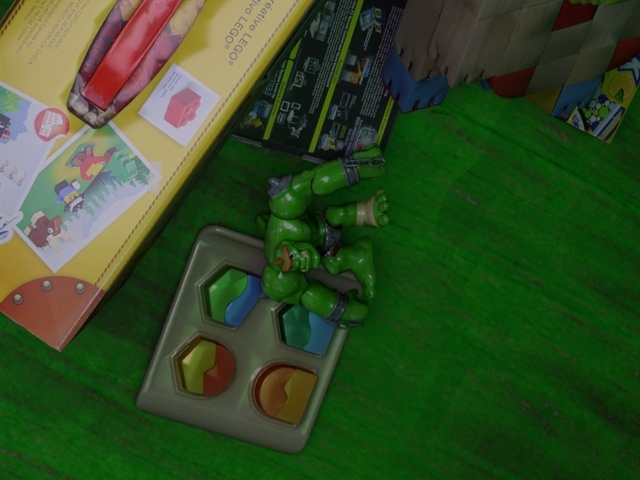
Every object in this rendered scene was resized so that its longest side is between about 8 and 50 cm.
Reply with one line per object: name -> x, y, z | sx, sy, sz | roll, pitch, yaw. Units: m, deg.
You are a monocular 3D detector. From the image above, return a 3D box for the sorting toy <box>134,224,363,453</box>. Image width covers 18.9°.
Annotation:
sorting toy -> -0.067, 0.106, 1.964 | 0.193, 0.038, 0.208 | 19, 98, -23

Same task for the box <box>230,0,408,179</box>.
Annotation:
box -> -0.007, -0.216, 1.887 | 0.216, 0.060, 0.270 | 14, 100, -22

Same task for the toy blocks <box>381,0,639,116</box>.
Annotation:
toy blocks -> 0.225, -0.223, 1.836 | 0.381, 0.190, 0.261 | -17, 151, -23

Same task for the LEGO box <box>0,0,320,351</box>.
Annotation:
LEGO box -> -0.125, -0.188, 1.639 | 0.193, 0.372, 0.500 | 36, 98, -3

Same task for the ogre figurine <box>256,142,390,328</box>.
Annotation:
ogre figurine -> 0.000, 0.000, 1.906 | 0.118, 0.097, 0.197 | -2, 140, -12

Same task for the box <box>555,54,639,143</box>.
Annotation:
box -> 0.305, -0.191, 2.004 | 0.059, 0.054, 0.169 | 24, 96, -22
